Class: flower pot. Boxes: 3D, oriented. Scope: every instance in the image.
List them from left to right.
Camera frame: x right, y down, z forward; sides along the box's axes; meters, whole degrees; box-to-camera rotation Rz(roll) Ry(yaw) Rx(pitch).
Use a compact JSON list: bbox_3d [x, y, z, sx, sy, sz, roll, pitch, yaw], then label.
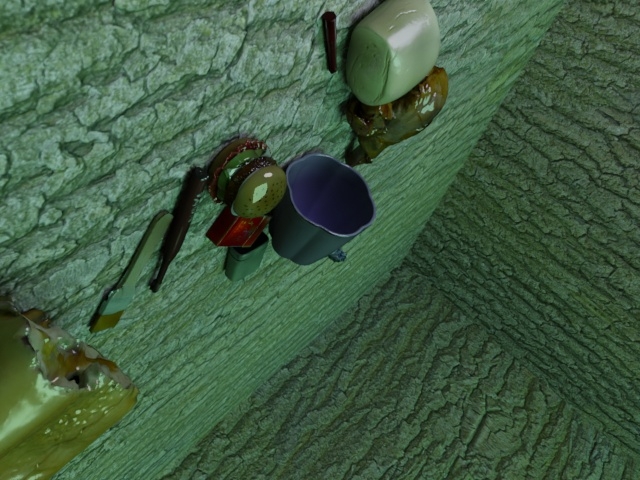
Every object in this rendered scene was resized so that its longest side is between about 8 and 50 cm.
[{"bbox_3d":[-0.024,-0.064,1.446,0.265,0.265,0.243,-32,169,-43],"label":"flower pot"}]

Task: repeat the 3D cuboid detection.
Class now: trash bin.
[{"bbox_3d":[-0.210,0.044,1.502,0.116,0.059,0.130,-32,159,-38],"label":"trash bin"}]

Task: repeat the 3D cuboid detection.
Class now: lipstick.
[{"bbox_3d":[0.023,-0.410,1.115,0.027,0.027,0.176,-45,165,-11],"label":"lipstick"}]

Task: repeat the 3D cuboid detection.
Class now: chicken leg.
[{"bbox_3d":[0.155,-0.332,1.466,0.295,0.182,0.409,-21,166,-39],"label":"chicken leg"}]

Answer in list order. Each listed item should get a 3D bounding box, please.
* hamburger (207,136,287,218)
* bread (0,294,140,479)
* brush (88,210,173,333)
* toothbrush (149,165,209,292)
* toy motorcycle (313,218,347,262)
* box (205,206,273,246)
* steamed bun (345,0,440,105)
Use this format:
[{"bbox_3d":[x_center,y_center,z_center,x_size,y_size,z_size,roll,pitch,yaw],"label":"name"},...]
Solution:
[{"bbox_3d":[-0.151,-0.122,1.137,0.175,0.137,0.175,-41,164,-14],"label":"hamburger"},{"bbox_3d":[-0.551,0.278,0.863,0.394,0.250,0.361,-40,160,-13],"label":"bread"},{"bbox_3d":[-0.404,0.069,1.139,0.336,0.020,0.085,-54,162,18],"label":"brush"},{"bbox_3d":[-0.314,-0.009,1.154,0.041,0.041,0.364,-27,154,-51],"label":"toothbrush"},{"bbox_3d":[0.003,-0.005,1.688,0.108,0.204,0.239,-61,172,-19],"label":"toy motorcycle"},{"bbox_3d":[-0.203,-0.037,1.351,0.112,0.048,0.175,-52,163,13],"label":"box"},{"bbox_3d":[0.166,-0.422,1.217,0.200,0.155,0.250,-43,160,-18],"label":"steamed bun"}]
